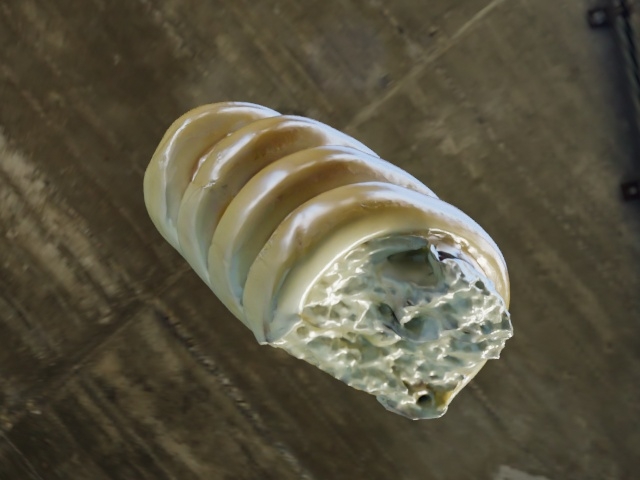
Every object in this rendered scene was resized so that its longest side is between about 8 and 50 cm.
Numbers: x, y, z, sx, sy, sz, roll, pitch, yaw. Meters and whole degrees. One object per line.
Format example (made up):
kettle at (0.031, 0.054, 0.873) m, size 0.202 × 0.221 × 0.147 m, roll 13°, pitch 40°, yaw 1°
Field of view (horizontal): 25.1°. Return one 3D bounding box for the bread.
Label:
bread at (0.000, 0.000, 0.585) m, size 0.119 × 0.177 × 0.084 m, roll 25°, pitch -82°, yaw -42°
